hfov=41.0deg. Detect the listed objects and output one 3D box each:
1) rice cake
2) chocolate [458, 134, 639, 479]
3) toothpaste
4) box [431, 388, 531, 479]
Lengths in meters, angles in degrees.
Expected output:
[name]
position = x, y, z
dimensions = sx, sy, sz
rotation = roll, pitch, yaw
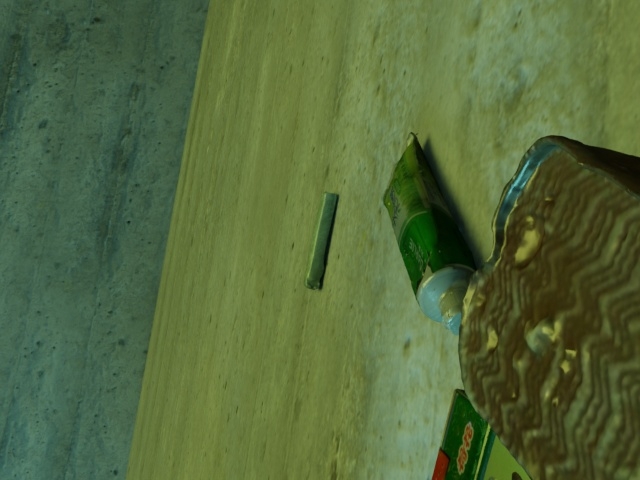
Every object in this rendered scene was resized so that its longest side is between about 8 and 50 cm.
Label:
[rice cake]
position = 0.000, 0.000, 1.037
dimensions = 0.022, 0.021, 0.121
rotation = 175, 108, -79
[chocolate]
position = 0.144, 0.051, 0.365
dimensions = 0.214, 0.093, 0.148
rotation = -115, 41, -64
[toothpaste]
position = 0.085, -0.006, 0.704
dimensions = 0.248, 0.046, 0.078
rotation = -101, 29, -58
[box]
position = 0.117, 0.182, 0.476
dimensions = 0.235, 0.034, 0.132
rotation = -145, 67, -73
